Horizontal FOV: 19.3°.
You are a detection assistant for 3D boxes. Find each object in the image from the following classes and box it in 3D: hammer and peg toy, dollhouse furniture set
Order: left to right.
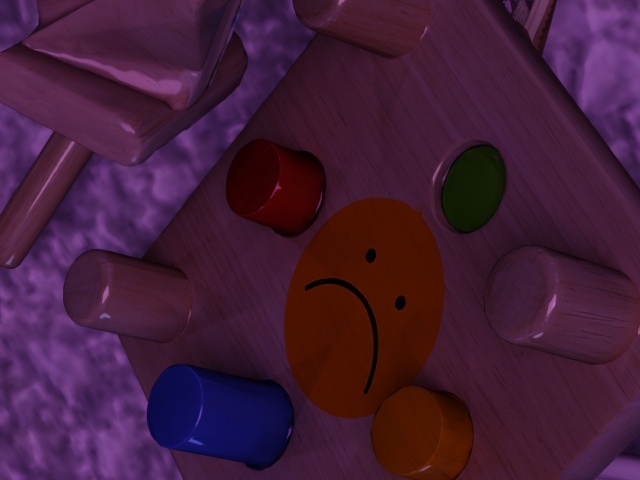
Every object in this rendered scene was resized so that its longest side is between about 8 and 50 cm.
[{"bbox_3d":[-0.129,-0.296,0.741,0.394,0.256,0.362,26,115,8],"label":"dollhouse furniture set"},{"bbox_3d":[0.000,0.000,0.837,0.266,0.127,0.361,-51,48,23],"label":"hammer and peg toy"}]

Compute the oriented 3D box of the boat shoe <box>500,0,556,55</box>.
[{"bbox_3d":[0.085,-0.115,0.889,0.049,0.056,0.152,12,97,-3],"label":"boat shoe"}]

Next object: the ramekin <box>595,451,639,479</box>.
[{"bbox_3d":[0.143,0.228,0.843,0.273,0.127,0.273,-4,84,35],"label":"ramekin"}]
